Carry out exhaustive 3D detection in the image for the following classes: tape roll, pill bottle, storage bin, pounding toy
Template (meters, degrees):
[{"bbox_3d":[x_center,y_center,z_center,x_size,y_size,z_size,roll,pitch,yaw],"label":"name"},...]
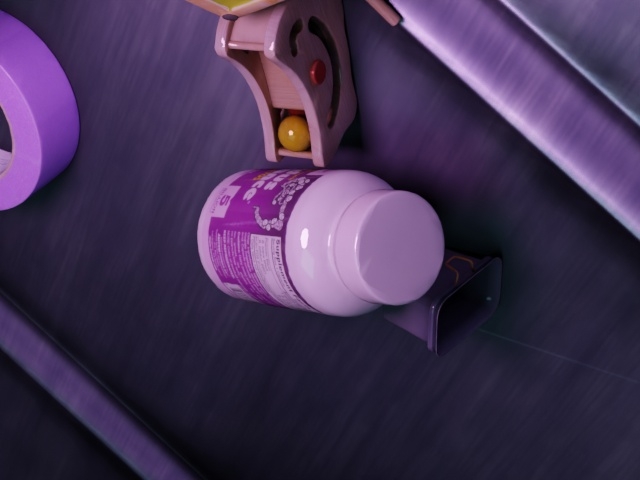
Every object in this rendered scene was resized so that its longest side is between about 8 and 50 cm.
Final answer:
[{"bbox_3d":[-0.464,-0.180,1.953,0.275,0.090,0.274,17,129,23],"label":"tape roll"},{"bbox_3d":[0.000,0.000,1.662,0.301,0.169,0.169,5,124,54],"label":"pill bottle"},{"bbox_3d":[0.139,0.058,1.699,0.091,0.135,0.098,23,131,31],"label":"storage bin"},{"bbox_3d":[-0.009,-0.206,1.594,0.155,0.154,0.269,8,124,29],"label":"pounding toy"}]

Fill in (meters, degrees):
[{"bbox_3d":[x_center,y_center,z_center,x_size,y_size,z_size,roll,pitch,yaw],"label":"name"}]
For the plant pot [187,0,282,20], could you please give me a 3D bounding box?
[{"bbox_3d":[-0.088,-0.358,1.443,0.228,0.227,0.207,-12,69,40],"label":"plant pot"}]
